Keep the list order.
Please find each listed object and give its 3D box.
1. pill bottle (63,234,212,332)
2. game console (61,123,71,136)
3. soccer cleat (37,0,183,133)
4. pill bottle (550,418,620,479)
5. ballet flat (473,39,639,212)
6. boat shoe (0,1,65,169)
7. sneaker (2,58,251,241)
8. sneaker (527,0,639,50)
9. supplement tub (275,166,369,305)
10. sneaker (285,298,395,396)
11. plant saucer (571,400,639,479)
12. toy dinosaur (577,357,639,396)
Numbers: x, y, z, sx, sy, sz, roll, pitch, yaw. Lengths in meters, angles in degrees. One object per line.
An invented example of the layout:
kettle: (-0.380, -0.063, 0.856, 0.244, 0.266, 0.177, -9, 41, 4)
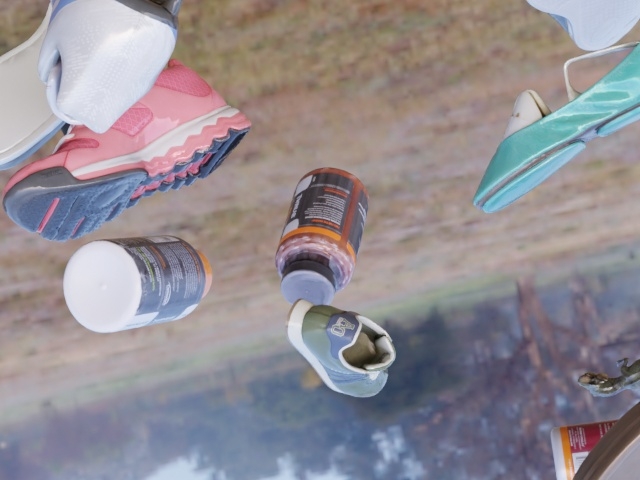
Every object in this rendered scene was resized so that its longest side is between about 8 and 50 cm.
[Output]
pill bottle: (-0.250, 0.058, 1.982, 0.130, 0.130, 0.245, -11, 178, 24)
game console: (-0.266, -0.152, 1.801, 0.122, 0.107, 0.071, -29, 177, 22)
soccer cleat: (-0.207, -0.183, 1.221, 0.116, 0.143, 0.331, 26, -172, -18)
pill bottle: (0.332, 0.238, 1.505, 0.152, 0.086, 0.086, -8, 180, 8)
ballet flat: (0.239, -0.122, 1.307, 0.247, 0.087, 0.083, -32, 167, 13)
boat shoe: (-0.301, -0.187, 1.583, 0.116, 0.319, 0.099, 18, 146, 11)
sneaker: (-0.216, -0.102, 1.398, 0.314, 0.136, 0.116, -27, 166, -47)
sneaker: (0.286, -0.325, 1.647, 0.104, 0.147, 0.295, -46, 151, 19)
supplement tub: (0.000, 0.000, 1.800, 0.106, 0.106, 0.198, -11, -144, 22)
sneaker: (0.042, 0.122, 1.430, 0.086, 0.064, 0.192, 11, 159, 34)
plant saucer: (0.301, 0.200, 1.139, 0.278, 0.278, 0.041, -11, -141, -29)
toy dinosaur: (0.531, 0.177, 2.120, 0.268, 0.064, 0.118, -29, -174, 32)
